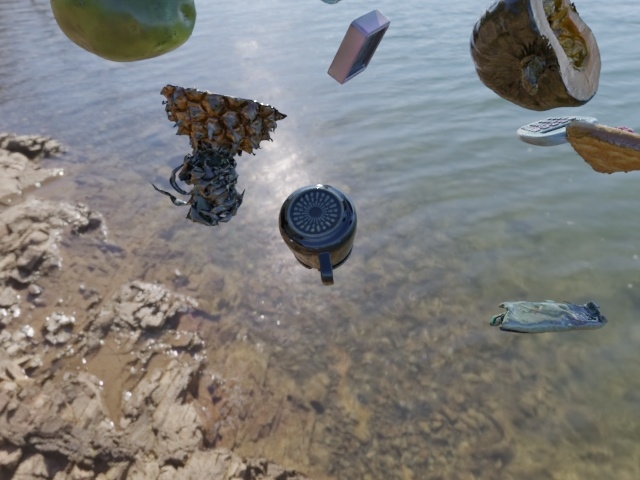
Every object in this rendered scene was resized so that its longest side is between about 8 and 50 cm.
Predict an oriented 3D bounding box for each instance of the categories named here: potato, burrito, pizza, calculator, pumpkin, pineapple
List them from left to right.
[{"bbox_3d":[-0.398,-0.471,1.035,0.305,0.215,0.215,14,37,9],"label":"potato"},{"bbox_3d":[-0.225,-0.162,1.070,0.263,0.271,0.262,12,7,-1],"label":"pineapple"},{"bbox_3d":[0.453,-0.412,1.147,0.232,0.325,0.242,-7,45,53],"label":"pumpkin"},{"bbox_3d":[0.573,0.194,1.290,0.310,0.066,0.096,0,31,-11],"label":"burrito"},{"bbox_3d":[0.696,-0.323,1.503,0.186,0.041,0.299,-18,18,-2],"label":"calculator"},{"bbox_3d":[0.540,-0.168,0.943,0.188,0.062,0.199,26,1,17],"label":"pizza"}]

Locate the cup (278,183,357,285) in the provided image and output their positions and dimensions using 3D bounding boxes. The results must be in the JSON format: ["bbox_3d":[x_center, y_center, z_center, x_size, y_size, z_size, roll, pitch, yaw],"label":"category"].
[{"bbox_3d":[0.000,0.000,1.127,0.170,0.176,0.223,-8,67,0],"label":"cup"}]

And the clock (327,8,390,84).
[{"bbox_3d":[0.116,-0.581,1.540,0.063,0.197,0.150,42,52,6],"label":"clock"}]

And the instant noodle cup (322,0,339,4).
[{"bbox_3d":[0.070,-0.760,1.446,0.169,0.168,0.185,21,51,26],"label":"instant noodle cup"}]
